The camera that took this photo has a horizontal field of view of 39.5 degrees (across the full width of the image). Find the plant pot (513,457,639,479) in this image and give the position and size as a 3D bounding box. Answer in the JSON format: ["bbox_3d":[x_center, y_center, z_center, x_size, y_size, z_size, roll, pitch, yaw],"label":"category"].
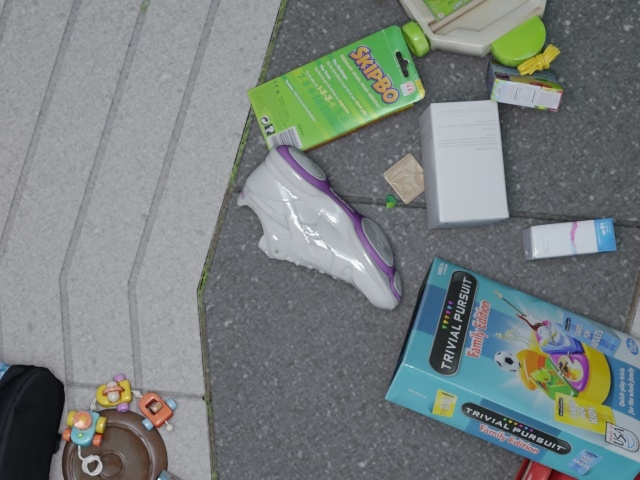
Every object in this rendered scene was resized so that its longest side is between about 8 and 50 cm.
[{"bbox_3d":[0.365,0.377,1.279,0.174,0.191,0.191,26,87,13],"label":"plant pot"}]

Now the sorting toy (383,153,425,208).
[{"bbox_3d":[0.127,-0.089,1.404,0.083,0.012,0.062,-38,90,-4],"label":"sorting toy"}]

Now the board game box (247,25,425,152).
[{"bbox_3d":[0.025,-0.224,1.381,0.259,0.039,0.124,-22,85,17],"label":"board game box"}]

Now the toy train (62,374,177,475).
[{"bbox_3d":[-0.308,0.270,1.354,0.166,0.046,0.125,-36,69,-20],"label":"toy train"}]

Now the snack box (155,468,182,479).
[{"bbox_3d":[-0.248,0.534,1.343,0.187,0.060,0.322,33,88,-3],"label":"snack box"}]

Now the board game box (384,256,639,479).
[{"bbox_3d":[0.284,0.181,1.264,0.336,0.254,0.079,22,127,3],"label":"board game box"}]

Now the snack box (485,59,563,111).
[{"bbox_3d":[0.304,-0.235,1.344,0.100,0.141,0.037,11,113,3],"label":"snack box"}]

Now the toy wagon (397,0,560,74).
[{"bbox_3d":[0.238,-0.383,1.364,0.267,0.068,0.344,-32,75,0],"label":"toy wagon"}]

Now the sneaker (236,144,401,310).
[{"bbox_3d":[0.000,0.000,1.373,0.152,0.114,0.305,-43,87,20],"label":"sneaker"}]

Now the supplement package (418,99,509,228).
[{"bbox_3d":[0.214,-0.112,1.352,0.105,0.105,0.179,-3,85,-5],"label":"supplement package"}]

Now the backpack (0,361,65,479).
[{"bbox_3d":[-0.594,0.301,1.286,0.355,0.273,0.290,-5,53,14],"label":"backpack"}]

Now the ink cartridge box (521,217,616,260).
[{"bbox_3d":[0.372,0.000,1.349,0.122,0.088,0.052,-7,86,2],"label":"ink cartridge box"}]

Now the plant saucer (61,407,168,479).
[{"bbox_3d":[-0.323,0.347,1.384,0.168,0.029,0.168,0,86,3],"label":"plant saucer"}]
